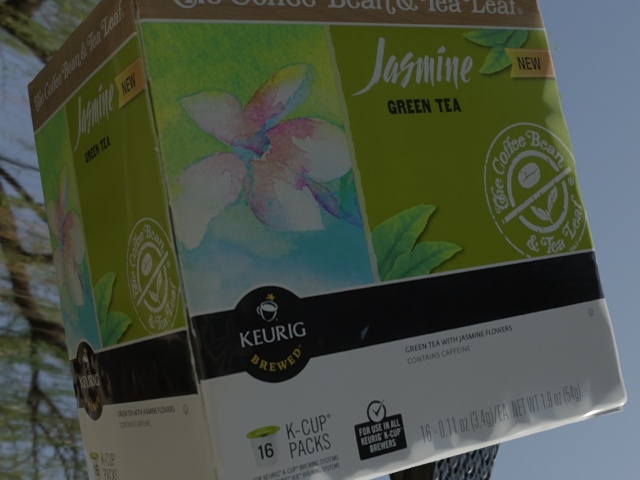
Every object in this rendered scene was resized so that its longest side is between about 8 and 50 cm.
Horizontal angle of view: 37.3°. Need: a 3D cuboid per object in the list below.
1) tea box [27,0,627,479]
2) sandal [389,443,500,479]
[{"bbox_3d":[0.000,0.000,0.681,0.220,0.329,0.323,-21,-101,56],"label":"tea box"},{"bbox_3d":[0.134,0.272,1.168,0.107,0.167,0.446,-11,-129,40],"label":"sandal"}]
